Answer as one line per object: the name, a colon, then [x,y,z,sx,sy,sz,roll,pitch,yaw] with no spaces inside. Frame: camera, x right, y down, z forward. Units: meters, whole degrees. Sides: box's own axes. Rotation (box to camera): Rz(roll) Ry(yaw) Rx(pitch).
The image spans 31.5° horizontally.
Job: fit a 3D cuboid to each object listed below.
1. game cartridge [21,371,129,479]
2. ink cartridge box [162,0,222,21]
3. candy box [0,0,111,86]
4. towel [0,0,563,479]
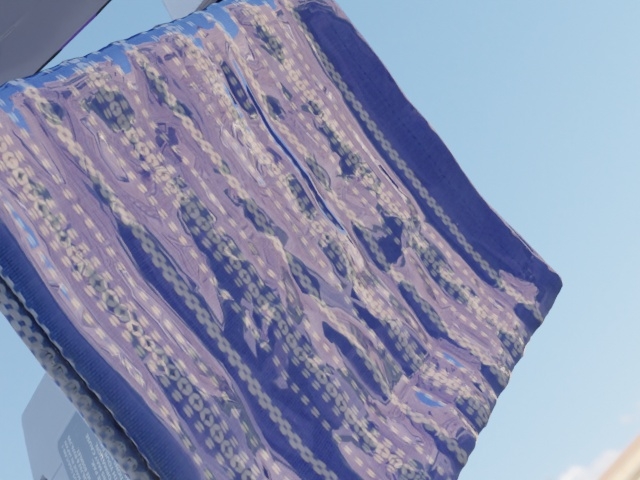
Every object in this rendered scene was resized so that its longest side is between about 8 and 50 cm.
game cartridge: [-0.100,0.188,0.710,0.062,0.297,0.198,-5,-38,-37]
ink cartridge box: [-0.097,-0.321,1.040,0.176,0.371,0.069,-46,-49,14]
candy box: [-0.213,-0.181,0.694,0.165,0.196,0.070,-49,-40,-16]
towel: [0.000,0.000,0.504,0.040,0.243,0.336,-35,4,30]
